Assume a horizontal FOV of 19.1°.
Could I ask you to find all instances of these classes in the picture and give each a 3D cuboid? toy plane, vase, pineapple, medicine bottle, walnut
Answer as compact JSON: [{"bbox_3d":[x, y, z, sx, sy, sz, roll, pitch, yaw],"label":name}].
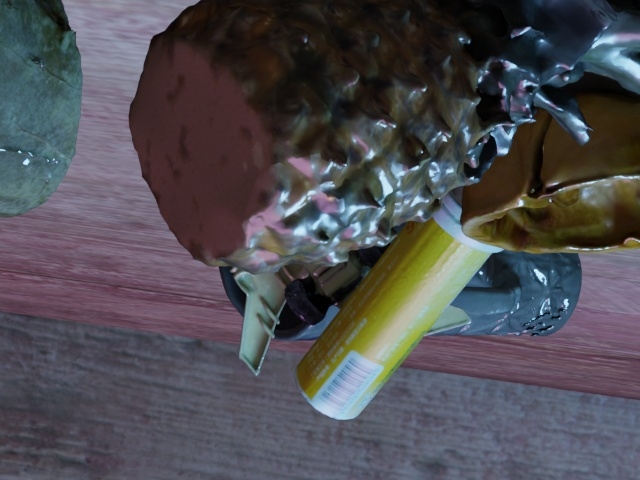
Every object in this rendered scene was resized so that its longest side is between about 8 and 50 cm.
[{"bbox_3d":[0.000,0.000,1.480,0.244,0.229,0.092,50,-165,-6],"label":"toy plane"},{"bbox_3d":[0.089,0.024,1.664,0.301,0.156,0.251,7,-169,-30],"label":"vase"},{"bbox_3d":[0.066,-0.080,0.943,0.310,0.141,0.170,-17,170,-35],"label":"pineapple"},{"bbox_3d":[0.060,0.040,1.392,0.074,0.074,0.218,15,128,-32],"label":"medicine bottle"},{"bbox_3d":[0.174,-0.050,1.259,0.167,0.087,0.211,-15,164,19],"label":"walnut"}]

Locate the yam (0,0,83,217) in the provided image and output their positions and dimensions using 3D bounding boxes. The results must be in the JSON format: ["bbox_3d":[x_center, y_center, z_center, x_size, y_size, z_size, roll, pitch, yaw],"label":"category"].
[{"bbox_3d":[-0.259,-0.120,1.026,0.168,0.168,0.304,3,170,36],"label":"yam"}]
